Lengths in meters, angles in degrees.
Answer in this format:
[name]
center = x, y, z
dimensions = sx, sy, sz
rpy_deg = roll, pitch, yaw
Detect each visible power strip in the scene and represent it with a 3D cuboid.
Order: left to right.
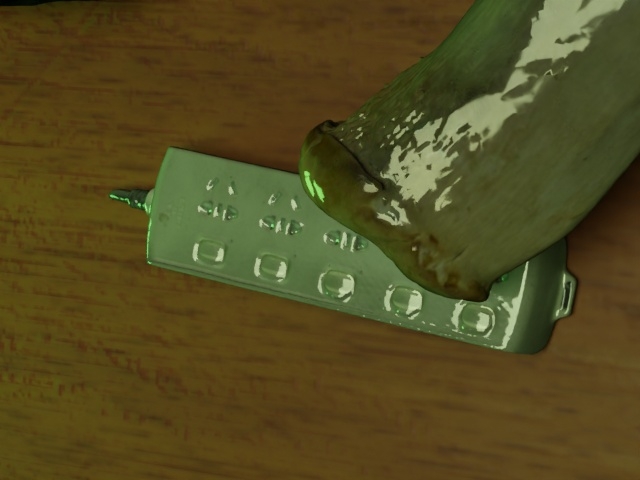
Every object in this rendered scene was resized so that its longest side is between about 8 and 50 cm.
[power strip]
center = 0.000, 0.000, 0.831
dimensions = 0.252, 0.027, 0.060
rpy_deg = 13, 94, 25

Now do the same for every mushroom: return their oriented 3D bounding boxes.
[mushroom]
center = 0.147, -0.104, 0.720
dimensions = 0.351, 0.095, 0.123
rpy_deg = -36, 88, 15

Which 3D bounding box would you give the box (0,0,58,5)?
[box]
center = -0.231, -0.300, 0.917
dimensions = 0.359, 0.091, 0.350
rpy_deg = 5, 92, 26
